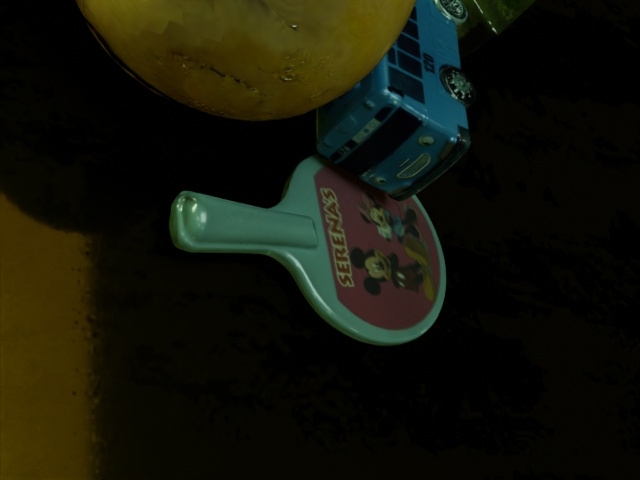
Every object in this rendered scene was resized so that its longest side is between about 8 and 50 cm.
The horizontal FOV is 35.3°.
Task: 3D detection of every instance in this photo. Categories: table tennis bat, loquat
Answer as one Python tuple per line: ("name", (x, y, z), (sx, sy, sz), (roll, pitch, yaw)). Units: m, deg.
("table tennis bat", (0.000, 0.000, 0.718), (0.244, 0.040, 0.152), (9, 62, -40))
("loquat", (-0.044, -0.190, 0.634), (0.235, 0.235, 0.235), (16, 62, -33))

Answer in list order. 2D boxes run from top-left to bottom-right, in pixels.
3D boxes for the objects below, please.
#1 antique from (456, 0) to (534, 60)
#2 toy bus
("antique", (0.159, -0.240, 0.920), (0.081, 0.080, 0.221), (54, 47, -8))
("toy bus", (0.050, -0.132, 0.762), (0.106, 0.090, 0.184), (23, 48, -29))
